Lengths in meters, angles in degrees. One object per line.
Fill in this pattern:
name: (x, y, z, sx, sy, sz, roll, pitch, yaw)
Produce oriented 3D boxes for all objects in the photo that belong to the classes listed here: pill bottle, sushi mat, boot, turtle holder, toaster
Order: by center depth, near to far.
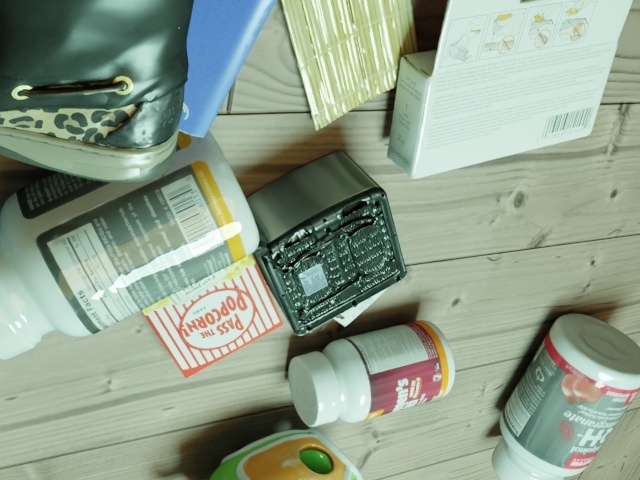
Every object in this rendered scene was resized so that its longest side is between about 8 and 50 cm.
boot: (-0.254, -0.199, 0.572, 0.377, 0.138, 0.284, 16, 134, -17)
pill bottle: (-0.216, -0.002, 0.819, 0.278, 0.162, 0.162, -27, 134, -9)
sushi mat: (0.025, -0.273, 0.847, 0.151, 0.019, 0.316, -27, 135, -11)
toaster: (0.000, 0.000, 0.987, 0.168, 0.110, 0.185, -29, 135, -9)
pill bottle: (0.073, 0.194, 1.182, 0.221, 0.121, 0.121, -10, 129, -25)
turtle holder: (-0.040, 0.424, 1.217, 0.227, 0.243, 0.320, -43, 128, -19)
pill bottle: (0.428, 0.303, 1.447, 0.176, 0.176, 0.318, 2, 123, -33)

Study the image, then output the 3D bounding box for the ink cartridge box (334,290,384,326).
ink cartridge box: (0.054, 0.063, 1.130, 0.115, 0.029, 0.063, -43, 136, 7)

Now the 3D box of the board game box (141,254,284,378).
board game box: (-0.142, 0.068, 1.000, 0.147, 0.045, 0.193, -29, 135, -8)

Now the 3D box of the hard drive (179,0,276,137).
hard drive: (-0.129, -0.243, 0.649, 0.210, 0.040, 0.318, 22, 131, -17)

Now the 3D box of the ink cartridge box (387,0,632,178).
ink cartridge box: (0.233, -0.223, 0.970, 0.296, 0.066, 0.261, -15, 132, -26)
